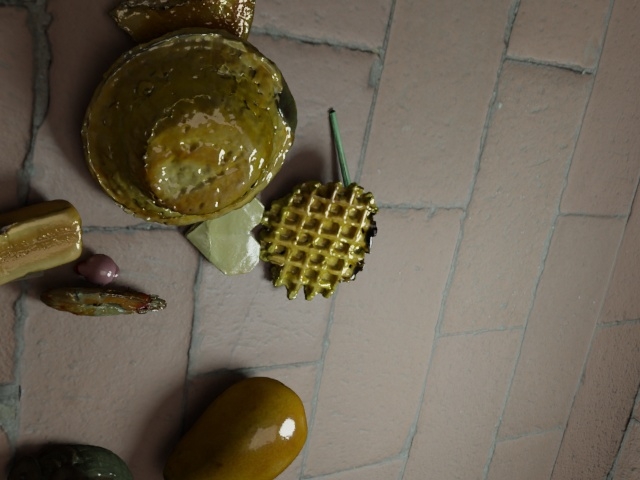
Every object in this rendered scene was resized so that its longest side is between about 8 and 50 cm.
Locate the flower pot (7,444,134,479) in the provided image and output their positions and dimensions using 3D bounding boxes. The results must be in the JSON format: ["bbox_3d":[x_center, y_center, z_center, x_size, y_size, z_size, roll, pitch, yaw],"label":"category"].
[{"bbox_3d":[-0.542,0.594,1.828,0.301,0.213,0.302,-16,120,-30],"label":"flower pot"}]

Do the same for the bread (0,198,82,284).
[{"bbox_3d":[-0.607,0.014,1.594,0.305,0.091,0.142,-20,127,-28],"label":"bread"}]

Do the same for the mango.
[{"bbox_3d":[-0.202,0.496,2.033,0.378,0.221,0.264,-35,132,-5],"label":"mango"}]

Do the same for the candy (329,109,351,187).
[{"bbox_3d":[0.062,-0.153,2.024,0.093,0.092,0.336,-8,113,8],"label":"candy"}]

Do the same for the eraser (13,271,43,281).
[{"bbox_3d":[-0.596,0.060,1.670,0.083,0.019,0.038,-11,118,-32],"label":"eraser"}]

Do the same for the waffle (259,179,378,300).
[{"bbox_3d":[0.001,0.002,1.994,0.307,0.060,0.312,-16,121,-1],"label":"waffle"}]

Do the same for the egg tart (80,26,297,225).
[{"bbox_3d":[-0.244,-0.197,1.651,0.442,0.178,0.443,-13,129,-17],"label":"egg tart"}]

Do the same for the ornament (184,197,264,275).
[{"bbox_3d":[-0.220,-0.014,1.888,0.180,0.059,0.201,-5,115,-26],"label":"ornament"}]

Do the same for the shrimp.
[{"bbox_3d":[-0.436,0.124,1.749,0.294,0.154,0.062,5,78,-48],"label":"shrimp"}]

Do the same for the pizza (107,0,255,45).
[{"bbox_3d":[-0.269,-0.429,1.651,0.296,0.071,0.189,-16,136,-25],"label":"pizza"}]

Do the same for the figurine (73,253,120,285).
[{"bbox_3d":[-0.460,0.060,1.733,0.083,0.071,0.067,8,88,-41],"label":"figurine"}]
